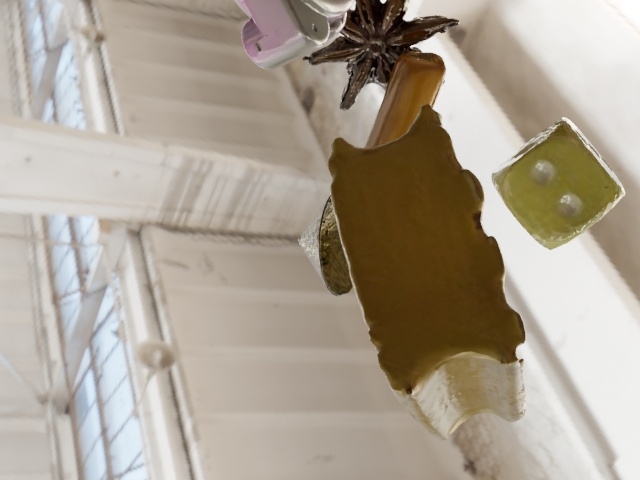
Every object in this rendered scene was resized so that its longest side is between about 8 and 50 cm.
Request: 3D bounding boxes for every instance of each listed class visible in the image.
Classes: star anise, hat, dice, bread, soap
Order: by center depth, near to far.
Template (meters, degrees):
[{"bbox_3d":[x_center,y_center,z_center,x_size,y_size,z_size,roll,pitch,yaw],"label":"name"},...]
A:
[{"bbox_3d":[0.130,0.052,1.129,0.335,0.156,0.293,54,-163,-68],"label":"soap"},{"bbox_3d":[0.000,0.000,1.341,0.067,0.146,0.146,2,-156,25],"label":"hat"},{"bbox_3d":[0.125,-0.190,1.624,0.074,0.239,0.092,10,-160,-26],"label":"bread"},{"bbox_3d":[0.102,-0.337,1.673,0.272,0.272,0.102,25,-148,-1],"label":"star anise"},{"bbox_3d":[0.412,-0.099,1.761,0.169,0.169,0.166,50,-161,-3],"label":"dice"}]

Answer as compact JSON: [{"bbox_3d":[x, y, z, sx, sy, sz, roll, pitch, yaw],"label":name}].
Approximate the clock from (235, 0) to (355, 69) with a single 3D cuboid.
[{"bbox_3d":[-0.042,-0.316,1.073,0.227,0.090,0.248,62,-151,-14],"label":"clock"}]
